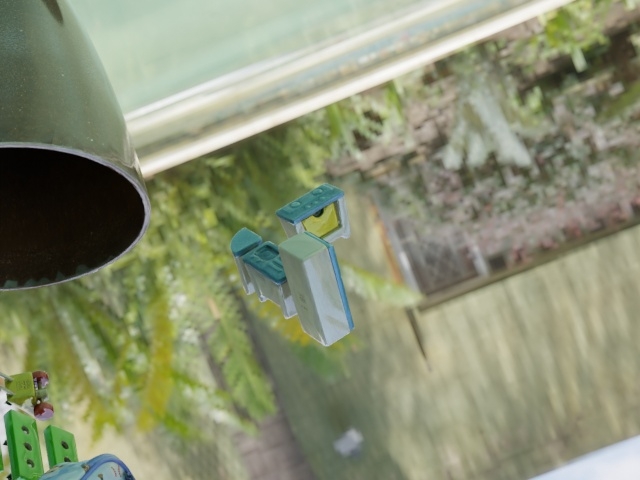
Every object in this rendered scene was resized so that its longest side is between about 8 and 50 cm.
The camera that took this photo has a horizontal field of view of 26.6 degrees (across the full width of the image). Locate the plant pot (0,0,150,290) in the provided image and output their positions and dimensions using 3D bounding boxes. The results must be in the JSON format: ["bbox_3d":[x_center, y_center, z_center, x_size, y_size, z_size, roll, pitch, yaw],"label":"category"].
[{"bbox_3d":[-0.253,-0.111,1.082,0.215,0.230,0.215,-7,151,-4],"label":"plant pot"}]

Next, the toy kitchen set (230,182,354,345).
[{"bbox_3d":[0.000,0.000,1.598,0.166,0.122,0.207,-31,-145,-23],"label":"toy kitchen set"}]

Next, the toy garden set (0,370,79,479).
[{"bbox_3d":[-0.421,0.228,1.728,0.049,0.203,0.244,-39,135,19],"label":"toy garden set"}]

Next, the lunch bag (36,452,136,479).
[{"bbox_3d":[-0.280,0.404,1.555,0.115,0.243,0.303,-16,-162,35],"label":"lunch bag"}]
